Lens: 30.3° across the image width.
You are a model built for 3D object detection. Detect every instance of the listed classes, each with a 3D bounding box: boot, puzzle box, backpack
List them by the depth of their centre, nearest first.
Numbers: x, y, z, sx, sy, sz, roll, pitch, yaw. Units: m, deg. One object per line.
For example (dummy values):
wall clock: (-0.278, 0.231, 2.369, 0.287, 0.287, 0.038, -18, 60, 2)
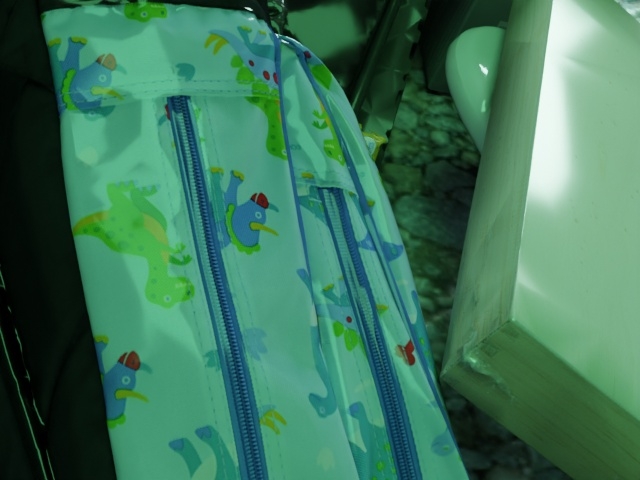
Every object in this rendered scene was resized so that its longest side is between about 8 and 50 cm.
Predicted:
backpack: (-0.068, 0.072, 0.583, 0.273, 0.290, 0.355, 8, 59, -23)
puzzle box: (0.209, 0.009, 0.693, 0.272, 0.052, 0.409, 38, 36, -13)
boot: (-0.057, -0.176, 0.859, 0.260, 0.131, 0.348, 20, 51, -3)

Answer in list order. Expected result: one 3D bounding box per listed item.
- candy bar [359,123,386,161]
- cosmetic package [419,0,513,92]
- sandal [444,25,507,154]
candy bar: (0.000, 0.000, 0.753, 0.040, 0.018, 0.161, 19, 95, -6)
cosmetic package: (0.137, -0.242, 0.978, 0.107, 0.127, 0.237, 8, 54, -15)
sandal: (0.208, 0.034, 0.804, 0.416, 0.102, 0.169, 51, 35, 6)
